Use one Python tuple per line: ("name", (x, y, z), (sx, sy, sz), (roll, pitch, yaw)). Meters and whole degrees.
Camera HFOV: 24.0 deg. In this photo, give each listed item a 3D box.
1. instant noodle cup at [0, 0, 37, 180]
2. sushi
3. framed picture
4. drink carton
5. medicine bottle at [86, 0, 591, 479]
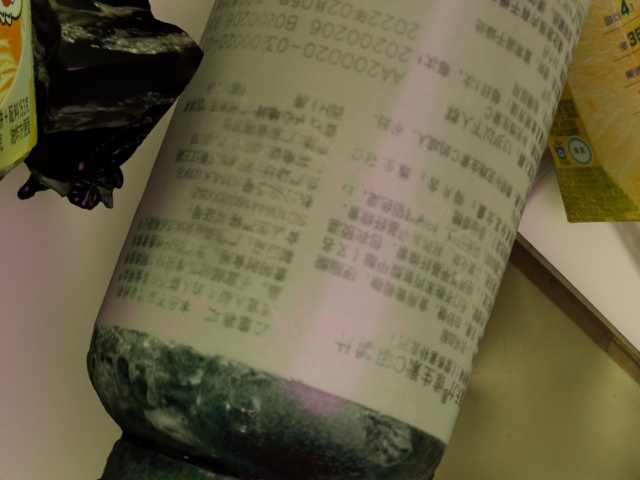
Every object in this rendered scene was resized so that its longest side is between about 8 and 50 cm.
("instant noodle cup", (-0.171, -0.086, 0.447), (0.205, 0.205, 0.153), (-18, 110, -29))
("sushi", (-0.098, -0.062, 0.541), (0.056, 0.085, 0.083), (-13, 57, -40))
("framed picture", (0.108, 0.117, 0.719), (0.231, 0.010, 0.173), (43, 70, -24))
("drink carton", (0.119, -0.110, 0.684), (0.084, 0.074, 0.200), (-33, 109, -26))
("medicine bottle", (0.000, 0.000, 0.575), (0.141, 0.141, 0.293), (25, 78, -29))
